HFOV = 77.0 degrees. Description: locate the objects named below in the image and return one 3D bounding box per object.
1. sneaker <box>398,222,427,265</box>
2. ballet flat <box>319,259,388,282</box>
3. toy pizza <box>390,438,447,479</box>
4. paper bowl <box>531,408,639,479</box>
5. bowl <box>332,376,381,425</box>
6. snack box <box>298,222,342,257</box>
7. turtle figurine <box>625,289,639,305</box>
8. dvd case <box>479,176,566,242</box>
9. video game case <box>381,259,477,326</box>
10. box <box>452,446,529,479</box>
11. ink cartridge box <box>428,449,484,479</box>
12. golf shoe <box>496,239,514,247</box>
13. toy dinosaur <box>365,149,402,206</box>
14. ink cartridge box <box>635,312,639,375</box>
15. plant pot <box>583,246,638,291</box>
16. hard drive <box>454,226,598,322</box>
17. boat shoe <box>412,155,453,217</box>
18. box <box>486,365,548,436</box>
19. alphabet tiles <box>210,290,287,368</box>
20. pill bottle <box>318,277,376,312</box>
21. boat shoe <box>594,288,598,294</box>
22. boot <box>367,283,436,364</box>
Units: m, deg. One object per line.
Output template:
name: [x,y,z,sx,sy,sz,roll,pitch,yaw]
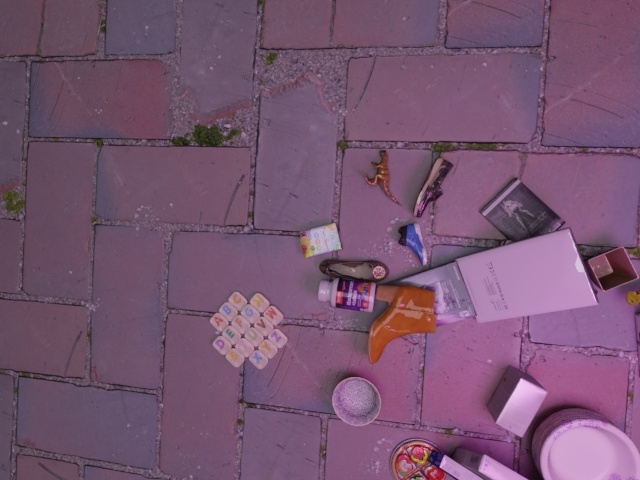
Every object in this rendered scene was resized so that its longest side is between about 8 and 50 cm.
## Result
sneaker: [0.316,0.018,1.401,0.085,0.058,0.152,-13,84,4]
ballet flat: [0.118,0.106,1.438,0.250,0.058,0.084,7,93,10]
toy pizza: [0.348,0.804,1.421,0.202,0.032,0.201,0,91,9]
paper bowl: [0.827,0.679,1.279,0.285,0.148,0.284,0,91,10]
bowl: [0.130,0.557,1.431,0.170,0.080,0.170,0,91,9]
snack box: [0.000,0.000,1.467,0.141,0.037,0.100,-14,89,9]
turtle figurine: [1.057,0.140,1.252,0.217,0.087,0.269,-30,73,-15]
dvd case: [0.679,-0.079,1.359,0.221,0.018,0.164,45,99,6]
video game case: [0.370,0.204,1.393,0.274,0.026,0.196,-21,87,18]
box: [0.611,0.774,1.276,0.322,0.232,0.058,29,70,8]
ink cartridge box: [0.476,0.789,1.353,0.207,0.097,0.046,32,70,3]
golf shoe: [0.631,0.089,1.336,0.068,0.086,0.186,-13,90,7]
toy dinosaur: [0.217,-0.216,1.414,0.112,0.064,0.211,-9,90,9]
ink cartridge box: [1.098,0.337,1.256,0.159,0.092,0.217,-4,92,10]
plant pot: [0.907,0.087,1.282,0.109,0.096,0.109,-25,87,9]
hard drive: [0.633,0.120,1.271,0.353,0.047,0.232,-22,87,40]
boat shoe: [0.386,-0.176,1.378,0.074,0.080,0.223,24,90,14]
box: [0.639,0.522,1.317,0.091,0.130,0.170,28,96,9]
alphabet tiles: [-0.275,0.341,1.528,0.278,0.021,0.284,43,98,7]
pill bottle: [0.094,0.188,1.418,0.194,0.108,0.108,6,92,10]
boat shoe: [0.840,0.166,1.324,0.125,0.038,0.046,6,92,10]
boot: [0.280,0.297,1.362,0.211,0.104,0.294,9,93,18]
